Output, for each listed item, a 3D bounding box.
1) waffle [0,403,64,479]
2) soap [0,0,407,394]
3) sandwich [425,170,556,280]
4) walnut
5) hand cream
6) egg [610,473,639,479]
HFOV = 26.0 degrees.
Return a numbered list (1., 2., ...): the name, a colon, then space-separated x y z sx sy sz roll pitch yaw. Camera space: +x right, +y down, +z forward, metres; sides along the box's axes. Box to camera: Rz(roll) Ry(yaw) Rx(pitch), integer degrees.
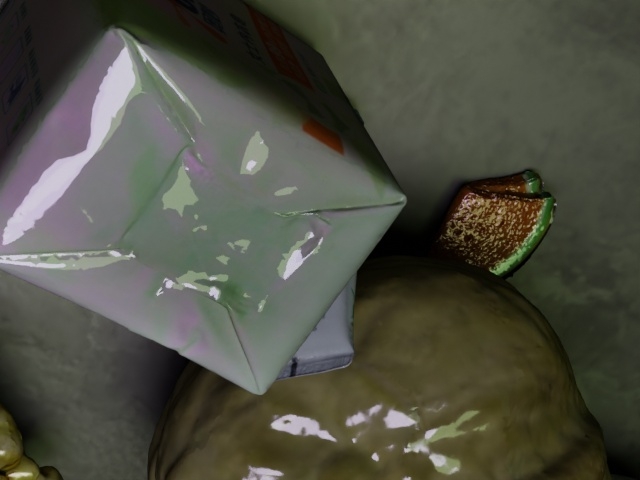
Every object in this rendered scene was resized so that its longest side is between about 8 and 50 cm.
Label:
1. waffle: -0.288 0.160 0.808 0.291 0.051 0.291 -11 149 -7
2. soap: -0.080 -0.052 0.725 0.182 0.199 0.138 28 109 -28
3. sandwich: 0.109 -0.006 0.914 0.069 0.026 0.101 29 103 -24
4. walnut: 0.041 0.160 0.845 0.277 0.282 0.253 -19 162 -1
5. hand cream: 0.000 0.000 0.788 0.067 0.194 0.042 -9 137 22
6. egg: 0.209 0.240 1.012 0.182 0.141 0.141 29 106 -23
